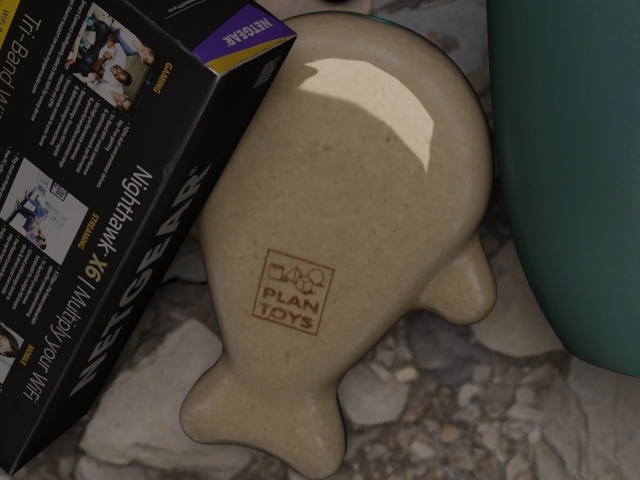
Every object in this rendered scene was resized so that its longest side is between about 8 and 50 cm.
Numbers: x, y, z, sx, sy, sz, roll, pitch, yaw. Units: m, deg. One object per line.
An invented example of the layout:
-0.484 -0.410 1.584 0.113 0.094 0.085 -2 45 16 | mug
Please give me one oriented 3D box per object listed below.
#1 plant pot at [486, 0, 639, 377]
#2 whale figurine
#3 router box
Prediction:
0.225 -0.050 0.648 0.293 0.293 0.235 2 95 3 | plant pot
0.000 0.000 0.735 0.216 0.141 0.272 15 106 5 | whale figurine
-0.187 -0.056 0.672 0.243 0.081 0.309 39 125 8 | router box
